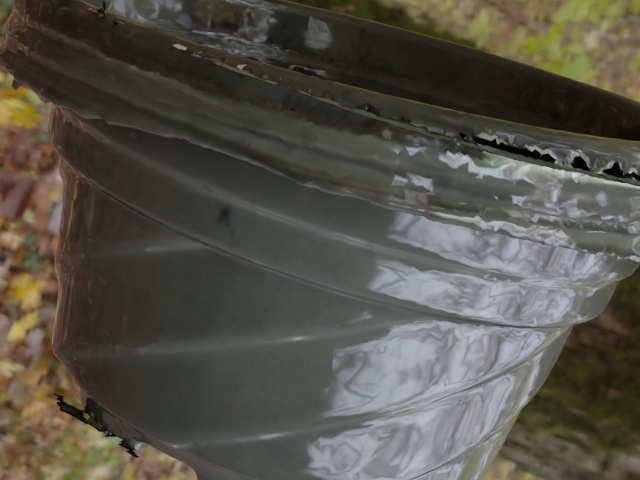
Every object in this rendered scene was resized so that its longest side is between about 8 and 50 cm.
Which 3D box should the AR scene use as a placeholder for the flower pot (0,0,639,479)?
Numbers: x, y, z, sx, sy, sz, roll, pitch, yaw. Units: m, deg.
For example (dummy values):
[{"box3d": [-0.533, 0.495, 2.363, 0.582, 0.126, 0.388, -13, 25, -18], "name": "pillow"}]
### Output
[{"box3d": [0.000, 0.000, 0.458, 0.235, 0.235, 0.141, -5, 115, -62], "name": "flower pot"}]
